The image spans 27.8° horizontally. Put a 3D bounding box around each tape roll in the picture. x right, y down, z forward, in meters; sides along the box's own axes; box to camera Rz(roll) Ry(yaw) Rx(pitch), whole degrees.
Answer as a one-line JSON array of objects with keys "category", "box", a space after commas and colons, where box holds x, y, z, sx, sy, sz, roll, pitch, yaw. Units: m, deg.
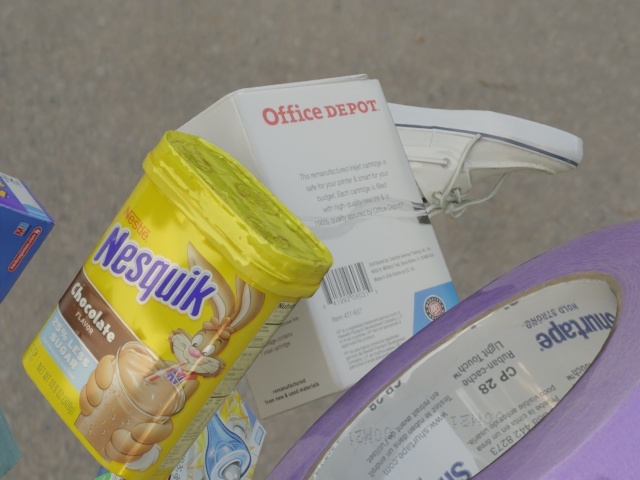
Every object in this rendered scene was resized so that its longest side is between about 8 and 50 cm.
[{"category": "tape roll", "box": [0.085, 0.107, 0.601, 0.275, 0.275, 0.090, -42, 99, -25]}]

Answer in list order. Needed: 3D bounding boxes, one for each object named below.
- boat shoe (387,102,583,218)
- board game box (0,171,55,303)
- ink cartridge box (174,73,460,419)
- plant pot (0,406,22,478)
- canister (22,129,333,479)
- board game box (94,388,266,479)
[{"category": "boat shoe", "box": [0.152, -0.090, 1.693, 0.367, 0.136, 0.156, 9, 85, 15]}, {"category": "board game box", "box": [-0.421, 0.069, 1.101, 0.347, 0.233, 0.078, -53, 49, 10]}, {"category": "ink cartridge box", "box": [0.000, 0.000, 0.882, 0.148, 0.086, 0.203, -13, 80, -47]}, {"category": "plant pot", "box": [-0.555, 0.211, 1.563, 0.248, 0.252, 0.247, 6, 31, 24]}, {"category": "canister", "box": [-0.088, 0.041, 0.757, 0.126, 0.073, 0.170, 44, 107, 27]}, {"category": "board game box", "box": [-0.114, 0.184, 1.088, 0.136, 0.035, 0.201, 56, 26, -24]}]
